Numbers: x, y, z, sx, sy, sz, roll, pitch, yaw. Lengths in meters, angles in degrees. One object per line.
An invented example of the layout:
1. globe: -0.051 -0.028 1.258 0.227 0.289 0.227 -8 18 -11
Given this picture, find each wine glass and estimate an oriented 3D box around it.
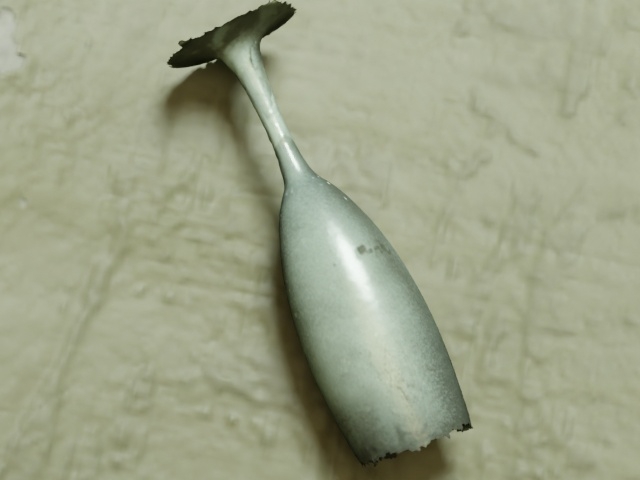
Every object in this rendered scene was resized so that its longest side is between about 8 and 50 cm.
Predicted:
1. wine glass: 0.000 0.000 0.729 0.066 0.066 0.198 -22 84 -12
